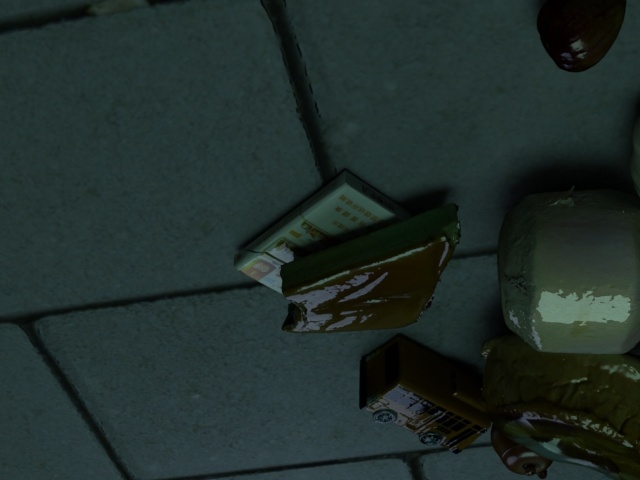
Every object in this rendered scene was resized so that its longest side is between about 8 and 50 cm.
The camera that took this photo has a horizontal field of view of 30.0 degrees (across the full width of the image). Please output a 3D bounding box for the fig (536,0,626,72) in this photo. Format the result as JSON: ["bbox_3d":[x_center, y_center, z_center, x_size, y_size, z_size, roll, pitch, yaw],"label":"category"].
[{"bbox_3d":[0.295,-0.239,1.278,0.125,0.089,0.089,-31,133,4],"label":"fig"}]

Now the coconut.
[{"bbox_3d":[0.339,0.036,1.494,0.234,0.224,0.224,-9,138,12],"label":"coconut"}]

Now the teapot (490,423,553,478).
[{"bbox_3d":[0.329,0.327,1.898,0.116,0.116,0.173,-17,137,20],"label":"teapot"}]

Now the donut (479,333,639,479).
[{"bbox_3d":[0.368,0.238,1.664,0.330,0.160,0.330,15,169,3],"label":"donut"}]

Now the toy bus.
[{"bbox_3d":[0.164,0.233,1.801,0.201,0.098,0.114,29,132,-27],"label":"toy bus"}]

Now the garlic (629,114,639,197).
[{"bbox_3d":[0.454,-0.057,1.367,0.199,0.226,0.199,3,144,2],"label":"garlic"}]

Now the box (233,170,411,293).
[{"bbox_3d":[0.000,-0.001,1.580,0.122,0.032,0.220,30,131,-32],"label":"box"}]

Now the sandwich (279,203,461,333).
[{"bbox_3d":[0.052,0.046,1.563,0.212,0.063,0.245,-3,147,-16],"label":"sandwich"}]
